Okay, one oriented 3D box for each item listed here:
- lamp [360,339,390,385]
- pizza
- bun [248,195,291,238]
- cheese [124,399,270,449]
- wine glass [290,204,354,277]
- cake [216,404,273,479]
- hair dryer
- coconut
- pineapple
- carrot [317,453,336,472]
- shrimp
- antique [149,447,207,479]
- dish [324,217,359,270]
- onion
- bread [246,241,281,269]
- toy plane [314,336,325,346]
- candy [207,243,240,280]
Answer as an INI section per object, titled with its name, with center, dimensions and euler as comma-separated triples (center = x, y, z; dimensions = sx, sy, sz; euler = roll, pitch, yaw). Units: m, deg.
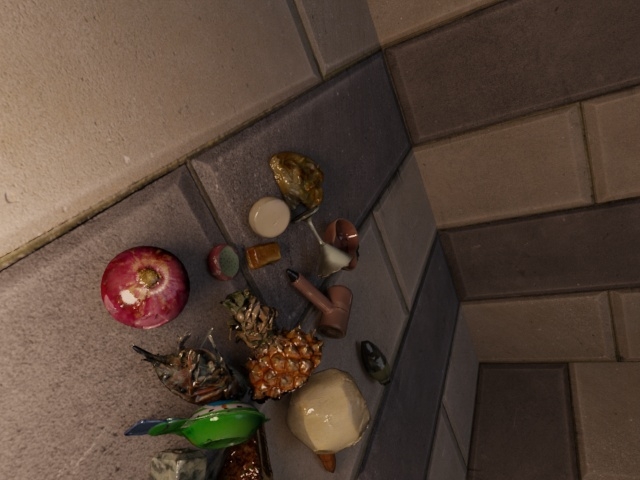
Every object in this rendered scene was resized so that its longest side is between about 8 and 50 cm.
[lamp]
center = 0.236, 0.523, 1.840
dimensions = 0.250, 0.101, 0.101
euler = 64, 34, -19
[pizza]
center = -0.062, -0.217, 1.574
dimensions = 0.324, 0.090, 0.222
euler = 0, 79, -59
[bun]
center = -0.169, -0.080, 1.349
dimensions = 0.138, 0.094, 0.138
euler = -20, 124, -33
[cheese]
center = -0.260, 0.411, 0.958
dimensions = 0.321, 0.204, 0.083
euler = 19, 45, -38
[wine glass]
center = 0.000, 0.000, 1.531
dimensions = 0.232, 0.156, 0.156
euler = 60, 34, -11
[cake]
center = -0.207, 0.574, 1.131
dimensions = 0.246, 0.135, 0.112
euler = -111, 179, -46
[hair dryer]
center = -0.008, 0.190, 1.541
dimensions = 0.344, 0.107, 0.189
euler = 47, 42, -34
[coconut]
center = 0.015, 0.532, 1.328
dimensions = 0.245, 0.248, 0.244
euler = 158, -90, -82
[pineapple]
center = -0.155, 0.248, 1.162
dimensions = 0.271, 0.263, 0.262
euler = 59, 34, -13
[carrot]
center = 0.016, 0.718, 1.454
dimensions = 0.072, 0.072, 0.204
euler = -51, 133, -53
[shrimp]
center = -0.291, 0.286, 0.999
dimensions = 0.172, 0.137, 0.372
euler = 56, -8, 45
[antique]
center = -0.309, 0.545, 0.918
dimensions = 0.086, 0.088, 0.182
euler = 29, 57, -55
[dish]
center = 0.072, 0.021, 1.722
dimensions = 0.213, 0.091, 0.213
euler = 25, 60, -52
[onion]
center = -0.365, 0.096, 0.903
dimensions = 0.177, 0.154, 0.177
euler = 3, 85, -43
[bread]
center = -0.176, 0.045, 1.329
dimensions = 0.132, 0.054, 0.074
euler = -22, 96, -59
[toy plane]
center = -0.019, 0.356, 1.508
dimensions = 0.120, 0.049, 0.031
euler = 62, 31, -59
[candy]
center = -0.265, 0.060, 1.182
dimensions = 0.103, 0.043, 0.103
euler = 32, 53, -54
